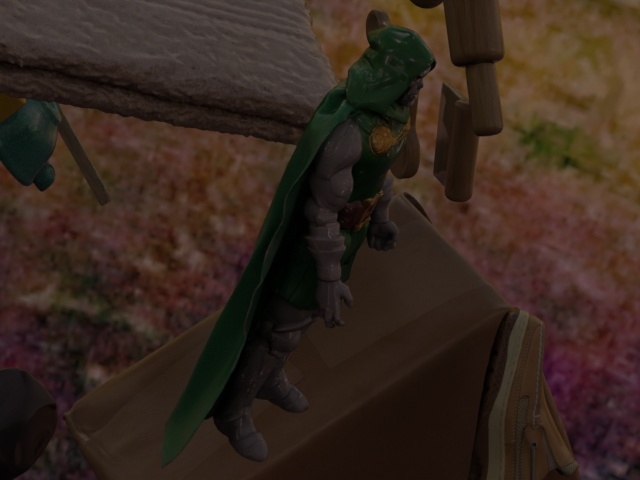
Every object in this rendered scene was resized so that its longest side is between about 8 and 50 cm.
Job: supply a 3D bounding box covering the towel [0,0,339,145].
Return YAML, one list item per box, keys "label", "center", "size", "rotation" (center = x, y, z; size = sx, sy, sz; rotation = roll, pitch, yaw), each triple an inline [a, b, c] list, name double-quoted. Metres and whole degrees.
- label: "towel"
  center: [-0.121, -0.147, 0.974]
  size: [0.282, 0.049, 0.187]
  rotation: [10, 41, -27]

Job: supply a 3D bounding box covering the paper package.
- label: "paper package"
  center: [0.017, 0.176, 1.142]
  size: [0.325, 0.309, 0.168]
  rotation: [-33, 45, -8]

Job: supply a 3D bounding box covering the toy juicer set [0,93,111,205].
- label: "toy juicer set"
  center: [-0.294, -0.141, 1.230]
  size: [0.209, 0.089, 0.329]
  rotation: [61, 1, 13]

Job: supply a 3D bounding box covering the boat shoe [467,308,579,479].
- label: "boat shoe"
  center: [0.139, 0.143, 0.957]
  size: [0.072, 0.190, 0.068]
  rotation: [10, 0, 7]

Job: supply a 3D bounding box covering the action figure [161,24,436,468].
- label: "action figure"
  center: [0.000, 0.000, 0.671]
  size: [0.063, 0.232, 0.137]
  rotation: [28, 35, 9]

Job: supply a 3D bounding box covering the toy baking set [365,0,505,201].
- label: "toy baking set"
  center: [0.050, -0.147, 0.844]
  size: [0.030, 0.256, 0.197]
  rotation: [-5, 0, -21]

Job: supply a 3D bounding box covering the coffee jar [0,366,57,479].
- label: "coffee jar"
  center: [-0.307, 0.176, 1.200]
  size: [0.079, 0.184, 0.096]
  rotation: [50, 38, -16]
